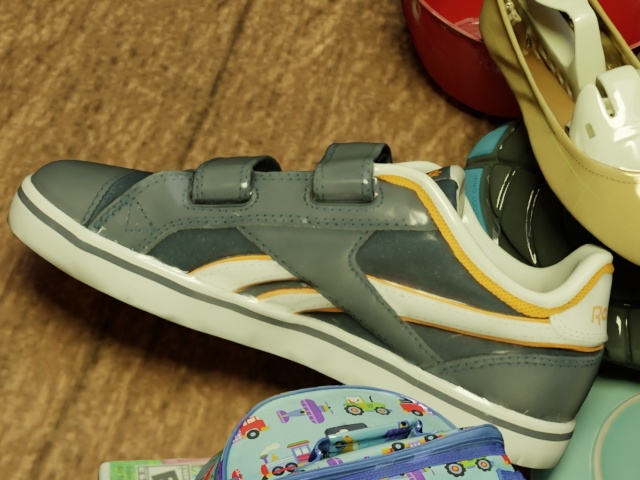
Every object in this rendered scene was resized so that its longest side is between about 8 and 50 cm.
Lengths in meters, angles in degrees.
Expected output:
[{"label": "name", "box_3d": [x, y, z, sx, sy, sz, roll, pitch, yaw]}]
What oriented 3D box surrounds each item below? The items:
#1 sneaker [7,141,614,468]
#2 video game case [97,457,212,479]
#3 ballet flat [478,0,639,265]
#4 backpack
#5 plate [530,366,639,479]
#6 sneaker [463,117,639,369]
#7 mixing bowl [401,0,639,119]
[{"label": "sneaker", "box_3d": [0.000, 0.000, 0.863, 0.321, 0.127, 0.126, 22, 12, 3]}, {"label": "video game case", "box_3d": [-0.005, 0.195, 0.779, 0.193, 0.023, 0.212, -1, 49, -11]}, {"label": "ballet flat", "box_3d": [0.142, -0.080, 0.872, 0.080, 0.073, 0.232, -18, 48, -12]}, {"label": "backpack", "box_3d": [0.020, 0.134, 0.744, 0.158, 0.117, 0.173, -6, 48, -17]}, {"label": "plate", "box_3d": [0.206, 0.135, 0.871, 0.188, 0.024, 0.188, 5, 49, -5]}, {"label": "sneaker", "box_3d": [0.227, 0.033, 0.919, 0.340, 0.139, 0.125, 27, 93, 31]}, {"label": "mixing bowl", "box_3d": [0.127, -0.144, 1.052, 0.181, 0.098, 0.181, 5, 48, -6]}]
